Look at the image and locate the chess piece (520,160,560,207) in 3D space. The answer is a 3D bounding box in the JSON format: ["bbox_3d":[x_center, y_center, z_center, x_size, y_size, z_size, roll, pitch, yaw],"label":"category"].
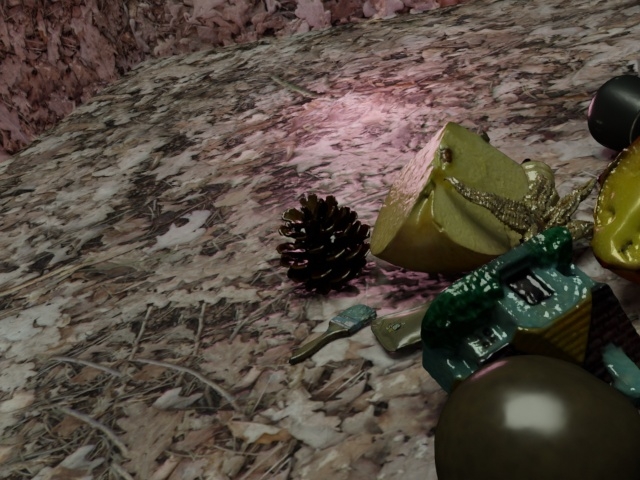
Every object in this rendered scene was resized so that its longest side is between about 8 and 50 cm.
[{"bbox_3d":[0.451,-0.075,1.928,0.090,0.090,0.200,-11,36,11],"label":"chess piece"}]

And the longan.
[{"bbox_3d":[0.263,0.264,1.137,0.258,0.258,0.258,-13,25,6],"label":"longan"}]

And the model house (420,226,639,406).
[{"bbox_3d":[0.328,0.170,1.369,0.280,0.230,0.249,-28,52,-19],"label":"model house"}]

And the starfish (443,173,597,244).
[{"bbox_3d":[0.415,-0.048,1.753,0.293,0.084,0.301,-28,65,-35],"label":"starfish"}]

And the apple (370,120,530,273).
[{"bbox_3d":[0.241,-0.060,1.821,0.314,0.252,0.309,1,50,22],"label":"apple"}]

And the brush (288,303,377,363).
[{"bbox_3d":[0.018,0.176,1.733,0.196,0.021,0.070,-33,30,-26],"label":"brush"}]

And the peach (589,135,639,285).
[{"bbox_3d":[0.595,-0.058,1.560,0.338,0.281,0.281,-27,27,-23],"label":"peach"}]

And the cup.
[{"bbox_3d":[0.719,-0.268,2.075,0.223,0.169,0.176,7,19,-28],"label":"cup"}]

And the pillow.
[{"bbox_3d":[0.201,0.138,1.677,0.217,0.033,0.130,-20,26,-8],"label":"pillow"}]

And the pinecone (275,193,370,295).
[{"bbox_3d":[0.000,0.000,1.909,0.208,0.208,0.208,-13,25,6],"label":"pinecone"}]

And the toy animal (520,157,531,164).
[{"bbox_3d":[0.314,-0.116,2.064,0.324,0.090,0.195,-14,25,10],"label":"toy animal"}]
